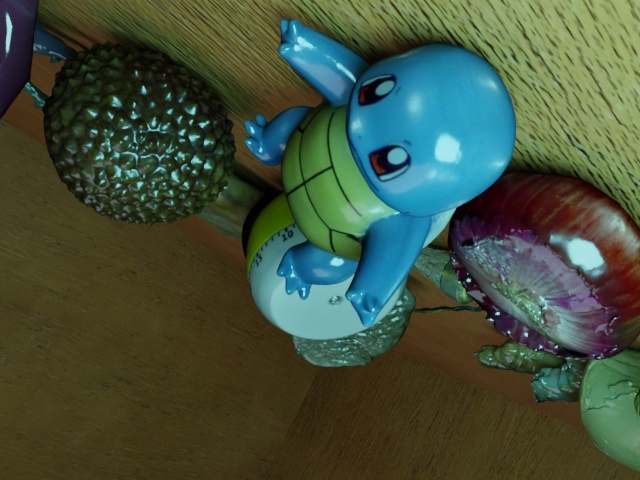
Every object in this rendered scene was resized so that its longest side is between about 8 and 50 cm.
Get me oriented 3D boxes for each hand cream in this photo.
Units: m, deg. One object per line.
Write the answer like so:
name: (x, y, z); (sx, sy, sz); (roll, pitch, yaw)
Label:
hand cream: (0.192, 0.039, 1.172); (0.203, 0.084, 0.084); (26, 170, 40)

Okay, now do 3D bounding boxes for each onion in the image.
onion: (0.244, 0.020, 0.712); (0.248, 0.161, 0.248); (24, 159, 10)

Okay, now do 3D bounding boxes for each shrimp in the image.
shrimp: (0.486, 0.246, 1.323); (0.185, 0.068, 0.287); (-4, 139, 36)

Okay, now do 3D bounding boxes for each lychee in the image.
lychee: (-0.250, -0.149, 0.955); (0.268, 0.267, 0.267); (27, 169, 5)

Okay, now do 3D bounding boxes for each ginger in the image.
ginger: (0.504, 0.280, 1.510); (0.334, 0.081, 0.148); (10, 149, 29)

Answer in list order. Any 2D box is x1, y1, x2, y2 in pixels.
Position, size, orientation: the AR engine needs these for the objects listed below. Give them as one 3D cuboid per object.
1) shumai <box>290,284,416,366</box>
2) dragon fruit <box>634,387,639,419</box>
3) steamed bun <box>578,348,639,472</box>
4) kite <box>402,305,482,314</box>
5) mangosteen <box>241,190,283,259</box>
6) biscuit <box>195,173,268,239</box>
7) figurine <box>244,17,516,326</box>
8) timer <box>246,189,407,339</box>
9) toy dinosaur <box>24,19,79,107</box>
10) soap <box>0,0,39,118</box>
shumai: (0.083, 0.146, 1.648); (0.262, 0.314, 0.266); (-76, -37, -67)
dragon fruit: (0.552, 0.246, 0.868); (0.227, 0.223, 0.224); (16, 176, -28)
steamed bun: (0.572, 0.324, 1.170); (0.232, 0.166, 0.272); (13, 144, 38)
kite: (0.278, 0.114, 1.118); (0.286, 0.015, 0.152); (0, 168, -18)
mangosteen: (-0.053, -0.004, 1.319); (0.192, 0.192, 0.217); (25, -170, 13)
biscuit: (-0.250, -0.104, 1.524); (0.446, 0.103, 0.429); (32, 168, -37)
figurine: (0.043, -0.057, 0.705); (0.243, 0.297, 0.416); (-6, 172, -3)
timer: (0.000, 0.000, 1.109); (0.285, 0.285, 0.285); (27, 169, 5)
toy dinosaur: (-0.551, -0.374, 1.052); (0.384, 0.129, 0.331); (17, 156, 42)
soap: (-0.534, -0.255, 0.914); (0.127, 0.324, 0.220); (23, 167, 45)
